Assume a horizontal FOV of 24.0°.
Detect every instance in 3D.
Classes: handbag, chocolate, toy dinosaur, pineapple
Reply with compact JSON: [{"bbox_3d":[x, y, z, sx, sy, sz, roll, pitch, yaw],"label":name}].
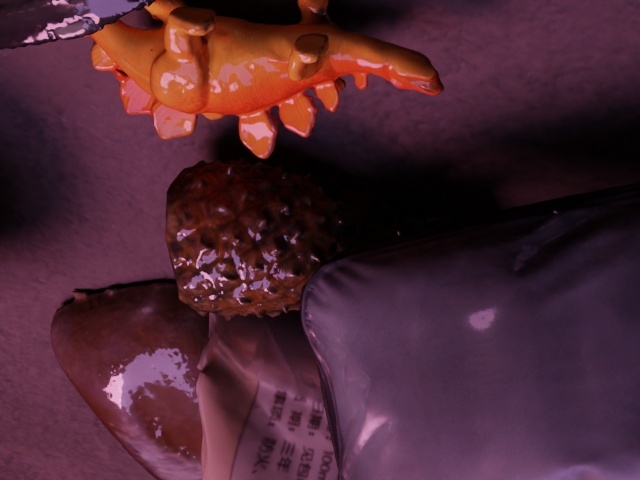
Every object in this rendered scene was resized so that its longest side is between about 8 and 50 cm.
[{"bbox_3d":[0.143,0.069,0.835,0.332,0.191,0.075,-15,172,27],"label":"handbag"},{"bbox_3d":[-0.100,0.143,1.175,0.161,0.083,0.261,-15,131,31],"label":"chocolate"},{"bbox_3d":[-0.066,-0.103,0.885,0.288,0.070,0.117,10,141,16],"label":"toy dinosaur"},{"bbox_3d":[0.000,0.000,0.963,0.198,0.108,0.108,2,140,2],"label":"pineapple"}]

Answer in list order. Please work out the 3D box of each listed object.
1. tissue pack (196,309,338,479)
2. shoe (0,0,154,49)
[{"bbox_3d":[0.080,0.225,0.985,0.390,0.195,0.375,8,103,31],"label":"tissue pack"},{"bbox_3d":[-0.101,-0.202,0.753,0.293,0.109,0.149,-15,128,29],"label":"shoe"}]
